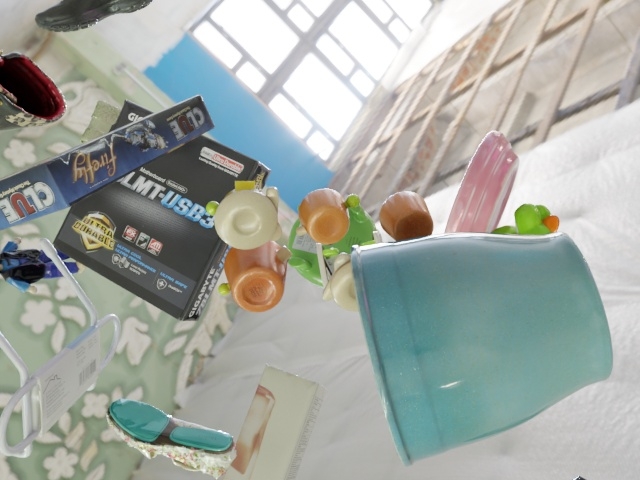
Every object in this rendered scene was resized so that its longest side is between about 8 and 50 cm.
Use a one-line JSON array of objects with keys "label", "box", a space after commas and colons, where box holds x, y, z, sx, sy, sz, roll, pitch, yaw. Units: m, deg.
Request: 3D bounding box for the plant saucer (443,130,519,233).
[{"label": "plant saucer", "box": [0.376, -0.084, 1.443, 0.332, 0.084, 0.332, -52, 155, -37]}]

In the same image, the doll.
[{"label": "doll", "box": [-0.557, 0.043, 1.195, 0.189, 0.129, 0.046, -11, 151, -47]}]

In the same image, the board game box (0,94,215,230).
[{"label": "board game box", "box": [-0.238, -0.078, 0.638, 0.165, 0.042, 0.243, -13, -161, 28]}]

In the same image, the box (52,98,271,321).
[{"label": "box", "box": [-0.277, -0.055, 1.080, 0.294, 0.295, 0.073, -63, 163, 1]}]

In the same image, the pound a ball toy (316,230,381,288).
[{"label": "pound a ball toy", "box": [0.110, 0.067, 1.276, 0.208, 0.136, 0.319, -12, 169, 2]}]

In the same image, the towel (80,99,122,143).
[{"label": "towel", "box": [-0.392, -0.202, 1.239, 0.027, 0.148, 0.110, -10, -122, 48]}]

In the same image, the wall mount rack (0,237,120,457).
[{"label": "wall mount rack", "box": [-0.481, 0.181, 1.067, 0.350, 0.130, 0.304, -59, 158, -67]}]

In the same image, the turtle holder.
[{"label": "turtle holder", "box": [0.080, 0.018, 1.722, 0.320, 0.227, 0.244, -17, -115, 13]}]

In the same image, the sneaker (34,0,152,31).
[{"label": "sneaker", "box": [-0.535, -0.574, 1.460, 0.286, 0.130, 0.109, -29, -157, -20]}]

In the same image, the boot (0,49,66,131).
[{"label": "boot", "box": [-0.685, -0.278, 1.124, 0.284, 0.377, 0.138, -8, -108, 17]}]

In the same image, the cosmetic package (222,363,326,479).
[{"label": "cosmetic package", "box": [-0.101, 0.433, 1.340, 0.153, 0.129, 0.296, 69, 41, -69]}]

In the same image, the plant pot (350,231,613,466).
[{"label": "plant pot", "box": [0.194, 0.109, 0.755, 0.255, 0.272, 0.272, -14, -157, 8]}]

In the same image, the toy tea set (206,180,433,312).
[{"label": "toy tea set", "box": [0.000, 0.000, 0.926, 0.124, 0.335, 0.200, -110, -157, -64]}]

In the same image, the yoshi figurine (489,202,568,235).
[{"label": "yoshi figurine", "box": [0.427, 0.110, 1.295, 0.202, 0.203, 0.363, -6, -103, 21]}]

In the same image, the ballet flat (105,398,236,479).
[{"label": "ballet flat", "box": [-0.256, 0.342, 1.051, 0.091, 0.240, 0.077, -46, 148, -62]}]

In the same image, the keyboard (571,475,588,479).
[{"label": "keyboard", "box": [0.370, 0.432, 0.913, 0.180, 0.023, 0.108, -37, -146, -23]}]
